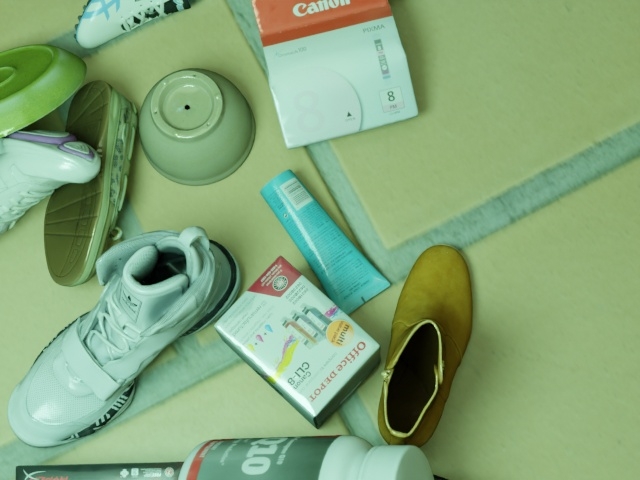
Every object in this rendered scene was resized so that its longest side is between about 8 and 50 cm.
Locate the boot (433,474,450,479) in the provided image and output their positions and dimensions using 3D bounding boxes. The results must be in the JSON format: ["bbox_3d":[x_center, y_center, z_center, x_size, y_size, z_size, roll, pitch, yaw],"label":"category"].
[{"bbox_3d":[0.124,0.381,1.589,0.236,0.085,0.179,18,78,17],"label":"boot"}]

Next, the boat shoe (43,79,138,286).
[{"bbox_3d":[-0.296,-0.071,1.721,0.104,0.089,0.285,-1,72,35],"label":"boat shoe"}]

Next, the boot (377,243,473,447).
[{"bbox_3d":[0.136,0.118,1.592,0.104,0.211,0.295,12,73,6],"label":"boot"}]

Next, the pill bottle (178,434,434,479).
[{"bbox_3d":[-0.016,0.314,1.527,0.283,0.161,0.161,-6,74,26],"label":"pill bottle"}]

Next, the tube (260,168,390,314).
[{"bbox_3d":[0.000,0.000,1.718,0.080,0.052,0.207,-36,82,-2],"label":"tube"}]

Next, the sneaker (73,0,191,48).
[{"bbox_3d":[-0.240,-0.340,1.799,0.237,0.085,0.086,-36,72,-5],"label":"sneaker"}]

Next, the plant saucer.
[{"bbox_3d":[-0.431,-0.202,1.716,0.241,0.037,0.241,-15,31,9],"label":"plant saucer"}]

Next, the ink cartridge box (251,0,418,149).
[{"bbox_3d":[0.015,-0.258,1.733,0.189,0.066,0.232,-14,106,-1],"label":"ink cartridge box"}]

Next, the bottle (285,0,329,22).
[{"bbox_3d":[0.070,-0.397,1.793,0.283,0.092,0.118,-33,77,-6],"label":"bottle"}]

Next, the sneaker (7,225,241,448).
[{"bbox_3d":[-0.263,0.113,1.615,0.366,0.210,0.137,-40,77,-7],"label":"sneaker"}]

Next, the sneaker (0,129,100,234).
[{"bbox_3d":[-0.404,-0.070,1.691,0.305,0.114,0.152,0,93,35],"label":"sneaker"}]

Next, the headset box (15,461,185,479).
[{"bbox_3d":[-0.265,0.426,1.584,0.218,0.110,0.293,-1,75,2],"label":"headset box"}]

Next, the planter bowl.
[{"bbox_3d":[-0.174,-0.166,1.737,0.162,0.109,0.162,-1,76,3],"label":"planter bowl"}]

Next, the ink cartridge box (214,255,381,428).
[{"bbox_3d":[-0.025,0.133,1.641,0.176,0.127,0.128,41,80,11],"label":"ink cartridge box"}]
